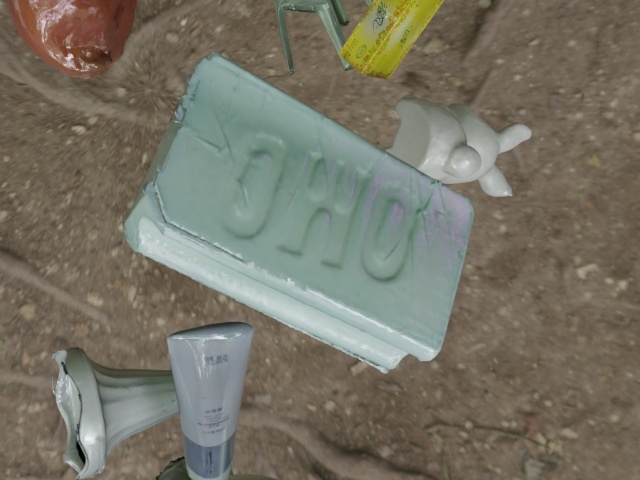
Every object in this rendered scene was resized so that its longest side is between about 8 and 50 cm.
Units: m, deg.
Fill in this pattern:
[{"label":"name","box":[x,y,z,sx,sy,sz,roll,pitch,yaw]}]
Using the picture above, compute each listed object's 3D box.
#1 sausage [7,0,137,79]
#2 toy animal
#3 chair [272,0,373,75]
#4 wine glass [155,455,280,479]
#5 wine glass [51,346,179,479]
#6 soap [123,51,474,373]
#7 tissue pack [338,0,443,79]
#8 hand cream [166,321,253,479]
[{"label":"sausage","box":[-0.266,-0.311,0.888,0.148,0.148,0.254,16,93,-14]},{"label":"toy animal","box":[0.336,-0.208,1.900,0.368,0.241,0.196,2,117,-43]},{"label":"chair","box":[0.016,-0.484,1.580,0.191,0.203,0.274,-8,77,-39]},{"label":"wine glass","box":[-0.119,0.380,1.027,0.190,0.357,0.190,4,81,-27]},{"label":"wine glass","box":[-0.227,0.204,1.026,0.196,0.165,0.165,-5,102,-27]},{"label":"soap","box":[-0.012,-0.018,0.629,0.261,0.094,0.150,28,60,-21]},{"label":"tissue pack","box":[0.119,-0.351,1.317,0.062,0.095,0.176,45,114,21]},{"label":"hand cream","box":[-0.112,0.170,0.828,0.079,0.048,0.255,-8,135,-16]}]
